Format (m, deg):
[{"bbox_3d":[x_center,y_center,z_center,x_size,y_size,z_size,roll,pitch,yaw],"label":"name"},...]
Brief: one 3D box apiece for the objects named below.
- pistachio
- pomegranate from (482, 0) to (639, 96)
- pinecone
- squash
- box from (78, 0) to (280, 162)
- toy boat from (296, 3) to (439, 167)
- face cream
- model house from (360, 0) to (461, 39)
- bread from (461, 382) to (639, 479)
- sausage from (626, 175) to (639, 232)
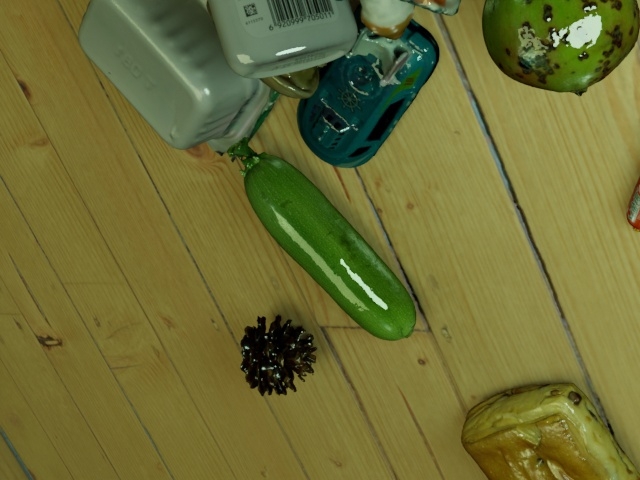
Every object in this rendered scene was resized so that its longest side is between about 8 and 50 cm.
[{"bbox_3d":[-0.064,-0.263,1.568,0.226,0.136,0.136,52,153,39],"label":"pistachio"},{"bbox_3d":[0.242,-0.247,1.261,0.159,0.159,0.205,-21,81,54],"label":"pomegranate"},{"bbox_3d":[-0.067,0.186,2.006,0.120,0.140,0.140,-2,127,9],"label":"pinecone"},{"bbox_3d":[0.000,0.000,1.785,0.379,0.101,0.101,50,145,2],"label":"squash"},{"bbox_3d":[-0.226,-0.265,1.782,0.337,0.106,0.264,47,145,3],"label":"box"},{"bbox_3d":[0.035,-0.182,1.588,0.134,0.092,0.299,42,144,5],"label":"toy boat"},{"bbox_3d":[-0.075,-0.364,1.450,0.080,0.163,0.337,134,119,-75],"label":"face cream"},{"bbox_3d":[0.080,-0.353,1.341,0.271,0.190,0.301,26,154,25],"label":"model house"},{"bbox_3d":[0.314,0.307,1.723,0.210,0.099,0.235,56,144,-9],"label":"bread"},{"bbox_3d":[0.369,-0.059,1.372,0.050,0.048,0.145,4,139,-4],"label":"sausage"}]
